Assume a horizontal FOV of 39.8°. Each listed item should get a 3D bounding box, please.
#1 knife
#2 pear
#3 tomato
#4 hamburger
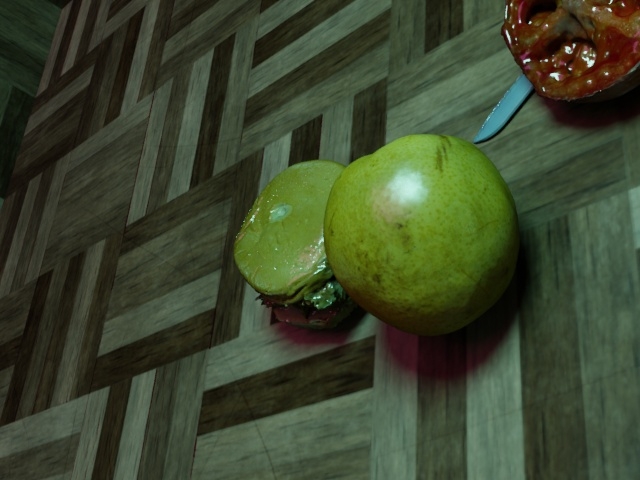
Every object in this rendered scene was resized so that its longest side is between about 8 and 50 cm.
[{"bbox_3d":[0.278,-0.234,1.017,0.313,0.019,0.044,-52,29,13],"label":"knife"},{"bbox_3d":[0.108,-0.002,0.911,0.208,0.208,0.209,-30,46,36],"label":"pear"},{"bbox_3d":[0.299,-0.253,0.924,0.228,0.101,0.228,-5,83,54],"label":"tomato"},{"bbox_3d":[0.000,0.000,1.108,0.189,0.122,0.215,3,65,45],"label":"hamburger"}]
